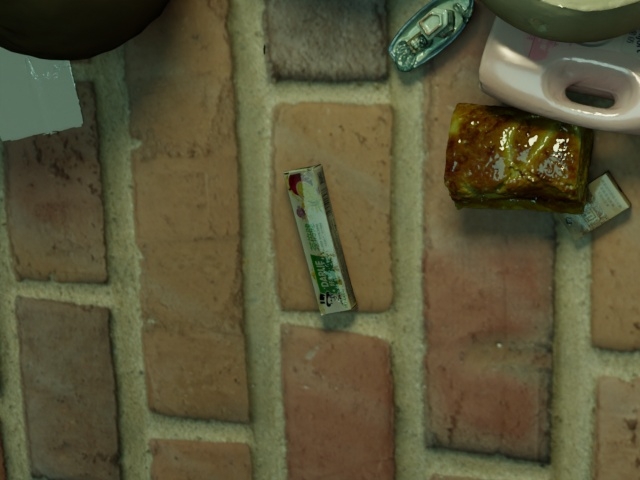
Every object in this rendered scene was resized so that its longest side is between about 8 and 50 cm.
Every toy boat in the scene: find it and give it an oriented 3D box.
[{"bbox_3d":[0.141,-0.267,1.684,0.140,0.066,0.059,-38,84,25],"label":"toy boat"}]

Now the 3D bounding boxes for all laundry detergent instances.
[{"bbox_3d":[0.363,-0.195,1.581,0.335,0.088,0.159,18,74,14],"label":"laundry detergent"}]

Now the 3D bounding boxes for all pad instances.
[{"bbox_3d":[-0.435,-0.265,1.960,0.156,0.004,0.232,-7,101,24],"label":"pad"}]

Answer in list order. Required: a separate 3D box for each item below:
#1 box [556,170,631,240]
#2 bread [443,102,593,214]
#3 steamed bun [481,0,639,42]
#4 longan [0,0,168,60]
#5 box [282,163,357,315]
[{"bbox_3d":[0.341,-0.044,1.684,0.083,0.024,0.053,-36,89,25],"label":"box"},{"bbox_3d":[0.246,-0.103,1.661,0.172,0.103,0.132,5,82,24],"label":"bread"},{"bbox_3d":[0.289,-0.383,1.495,0.324,0.206,0.324,0,97,-1],"label":"steamed bun"},{"bbox_3d":[-0.330,-0.437,1.651,0.404,0.436,0.404,-3,74,11],"label":"longan"},{"bbox_3d":[0.000,0.000,1.829,0.050,0.041,0.207,-11,100,22],"label":"box"}]
